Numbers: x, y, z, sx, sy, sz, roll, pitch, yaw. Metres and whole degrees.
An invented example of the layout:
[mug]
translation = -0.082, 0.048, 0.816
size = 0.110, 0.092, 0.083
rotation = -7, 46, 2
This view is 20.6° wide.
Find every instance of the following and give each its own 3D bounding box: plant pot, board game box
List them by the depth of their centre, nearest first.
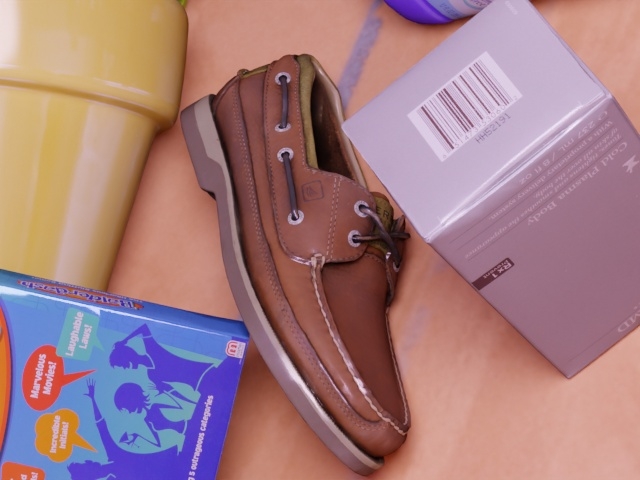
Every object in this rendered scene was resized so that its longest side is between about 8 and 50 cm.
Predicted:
[board game box]
translation = -0.164, 0.108, 1.101
size = 0.210, 0.047, 0.160
rotation = 12, 100, -5
[plant pot]
translation = -0.226, -0.054, 1.203
size = 0.254, 0.254, 0.239
rotation = 3, 85, 28

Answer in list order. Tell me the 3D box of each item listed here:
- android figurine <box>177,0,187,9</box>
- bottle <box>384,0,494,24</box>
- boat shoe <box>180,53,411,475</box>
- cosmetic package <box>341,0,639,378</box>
[android figurine]
translation = -0.174, -0.272, 1.276
size = 0.273, 0.248, 0.056
rotation = 7, 36, 31
[bottle]
translation = 0.158, -0.218, 1.121
size = 0.283, 0.118, 0.092
rotation = -11, 54, 34
[boat shoe]
translation = 0.000, 0.000, 1.130
size = 0.104, 0.111, 0.307
rotation = -32, 58, 12
[cosmetic package]
translation = 0.126, -0.025, 1.006
size = 0.127, 0.238, 0.107
rotation = -40, 54, 8
